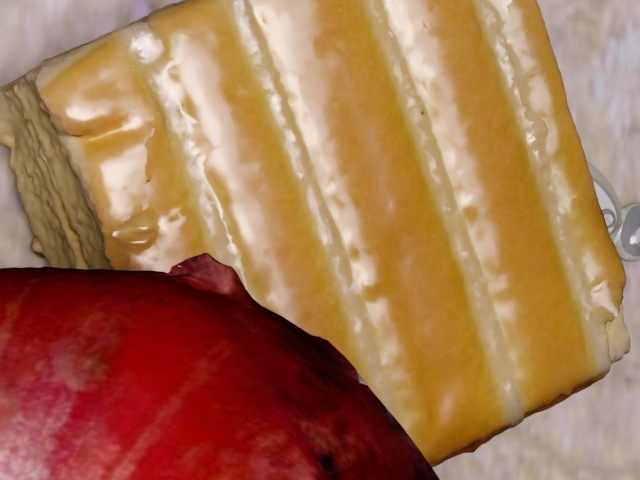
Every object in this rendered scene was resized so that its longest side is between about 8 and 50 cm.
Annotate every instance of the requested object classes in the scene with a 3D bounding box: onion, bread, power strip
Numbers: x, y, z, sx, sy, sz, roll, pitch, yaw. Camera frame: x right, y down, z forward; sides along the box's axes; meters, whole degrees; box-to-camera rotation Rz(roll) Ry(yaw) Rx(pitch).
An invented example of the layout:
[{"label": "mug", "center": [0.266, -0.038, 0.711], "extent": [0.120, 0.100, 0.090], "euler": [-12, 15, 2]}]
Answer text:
[{"label": "onion", "center": [-0.094, 0.159, 0.672], "extent": [0.341, 0.341, 0.341], "euler": [1, 87, -27]}, {"label": "bread", "center": [0.000, 0.000, 0.873], "extent": [0.239, 0.111, 0.246], "euler": [-26, 102, -23]}, {"label": "power strip", "center": [0.128, -0.012, 0.990], "extent": [0.083, 0.035, 0.055], "euler": [18, 79, -12]}]
